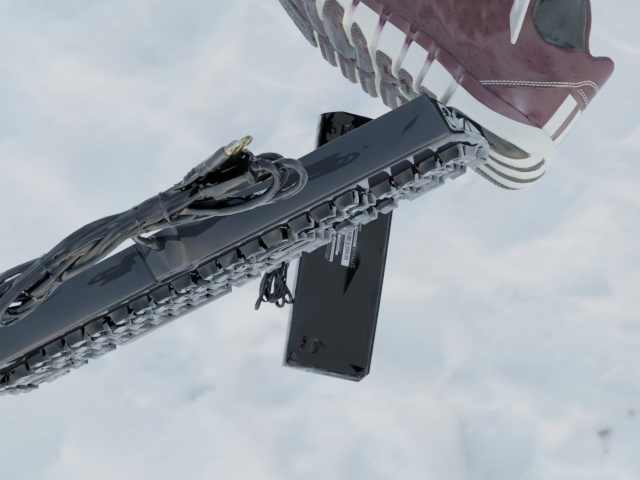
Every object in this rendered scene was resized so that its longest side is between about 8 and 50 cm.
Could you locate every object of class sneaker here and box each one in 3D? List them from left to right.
[{"bbox_3d":[0.098,-0.174,1.282,0.281,0.106,0.162,41,77,17],"label":"sneaker"}]

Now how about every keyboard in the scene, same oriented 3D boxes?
[{"bbox_3d":[-0.070,0.011,0.866,0.317,0.201,0.033,-28,75,17],"label":"keyboard"},{"bbox_3d":[0.000,0.000,1.231,0.038,0.100,0.192,-11,67,57],"label":"keyboard"}]

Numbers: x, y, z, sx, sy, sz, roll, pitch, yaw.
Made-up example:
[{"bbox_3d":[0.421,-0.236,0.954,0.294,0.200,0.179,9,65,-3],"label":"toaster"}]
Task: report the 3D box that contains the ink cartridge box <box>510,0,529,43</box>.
[{"bbox_3d":[0.098,-0.214,0.917,0.067,0.115,0.198,12,106,3],"label":"ink cartridge box"}]
